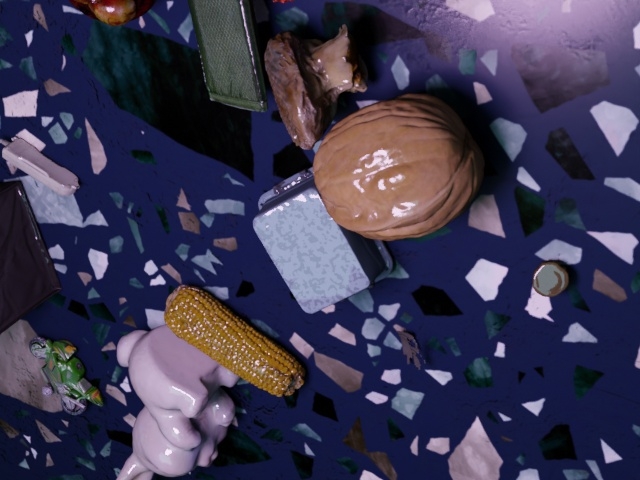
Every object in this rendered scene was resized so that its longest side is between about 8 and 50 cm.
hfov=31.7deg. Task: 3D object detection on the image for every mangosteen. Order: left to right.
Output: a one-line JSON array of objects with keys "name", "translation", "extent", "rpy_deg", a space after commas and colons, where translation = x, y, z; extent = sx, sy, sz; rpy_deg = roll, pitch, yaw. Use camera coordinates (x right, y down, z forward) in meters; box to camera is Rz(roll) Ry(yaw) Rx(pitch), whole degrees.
[{"name": "mangosteen", "translation": [-0.336, -0.424, 1.772], "extent": [0.200, 0.200, 0.199], "rpy_deg": [14, 121, 24]}]

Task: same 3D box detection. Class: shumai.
[{"name": "shumai", "translation": [-0.003, -0.244, 1.718], "extent": [0.153, 0.209, 0.161], "rpy_deg": [-24, 127, 2]}]

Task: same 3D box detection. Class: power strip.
[{"name": "power strip", "translation": [-0.535, -0.142, 2.131], "extent": [0.191, 0.047, 0.030], "rpy_deg": [32, 133, 11]}]

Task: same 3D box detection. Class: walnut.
[{"name": "walnut", "translation": [0.112, -0.104, 1.681], "extent": [0.261, 0.225, 0.224], "rpy_deg": [-14, 107, 33]}]

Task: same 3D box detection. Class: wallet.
[{"name": "wallet", "translation": [-0.145, -0.325, 1.777], "extent": [0.160, 0.055, 0.236], "rpy_deg": [24, 132, 51]}]

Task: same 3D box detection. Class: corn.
[{"name": "corn", "translation": [-0.161, 0.190, 2.058], "extent": [0.293, 0.106, 0.106], "rpy_deg": [35, 127, 11]}]

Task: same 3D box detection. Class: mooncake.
[{"name": "mooncake", "translation": [0.250, 0.126, 1.813], "extent": [0.347, 0.057, 0.150], "rpy_deg": [-11, 96, 37]}]

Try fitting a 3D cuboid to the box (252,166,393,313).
[{"name": "box", "translation": [0.000, 0.000, 1.845], "extent": [0.162, 0.130, 0.227], "rpy_deg": [-27, 99, 22]}]

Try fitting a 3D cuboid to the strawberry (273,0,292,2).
[{"name": "strawberry", "translation": [-0.045, -0.413, 1.706], "extent": [0.152, 0.048, 0.103], "rpy_deg": [4, 111, 13]}]

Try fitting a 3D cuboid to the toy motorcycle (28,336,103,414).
[{"name": "toy motorcycle", "translation": [-0.530, 0.274, 2.343], "extent": [0.106, 0.074, 0.190], "rpy_deg": [-23, 102, 28]}]

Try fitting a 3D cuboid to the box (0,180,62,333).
[{"name": "box", "translation": [-0.704, 0.064, 2.157], "extent": [0.205, 0.345, 0.251], "rpy_deg": [-4, 114, 29]}]

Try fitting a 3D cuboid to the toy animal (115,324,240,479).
[{"name": "toy animal", "translation": [-0.297, 0.338, 2.163], "extent": [0.241, 0.196, 0.367], "rpy_deg": [27, 124, 24]}]
